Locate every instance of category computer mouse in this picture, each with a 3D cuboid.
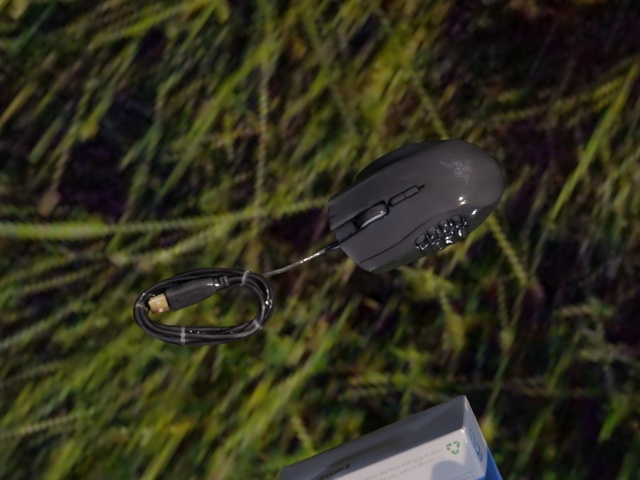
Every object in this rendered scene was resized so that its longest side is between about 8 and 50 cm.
[{"bbox_3d":[0.000,0.000,1.008,0.071,0.242,0.041,62,171,19],"label":"computer mouse"}]

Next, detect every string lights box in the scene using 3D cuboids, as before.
[{"bbox_3d":[0.082,0.246,1.058,0.133,0.077,0.260,-22,99,9],"label":"string lights box"}]
